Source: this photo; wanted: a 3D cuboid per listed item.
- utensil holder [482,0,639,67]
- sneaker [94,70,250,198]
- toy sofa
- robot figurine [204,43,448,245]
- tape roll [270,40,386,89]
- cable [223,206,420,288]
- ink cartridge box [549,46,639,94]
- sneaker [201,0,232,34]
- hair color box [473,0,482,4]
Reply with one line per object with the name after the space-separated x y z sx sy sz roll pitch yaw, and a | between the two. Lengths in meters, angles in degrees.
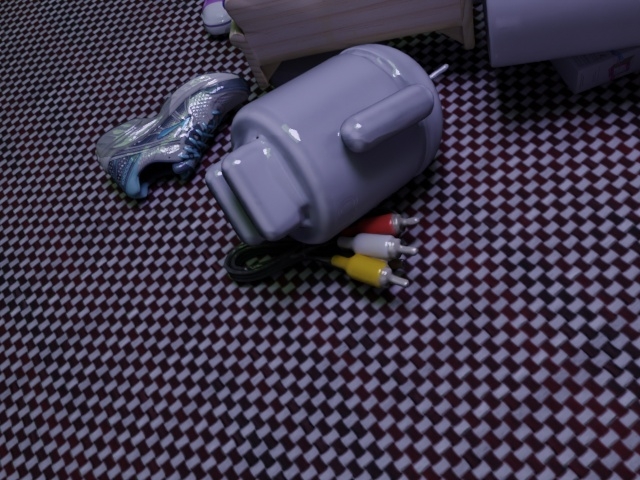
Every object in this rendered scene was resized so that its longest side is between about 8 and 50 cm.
0.390 -0.397 0.718 0.385 0.328 0.328 -7 58 17 | utensil holder
-0.227 -0.169 0.988 0.283 0.110 0.122 -34 74 -1 | sneaker
0.045 -0.368 0.870 0.362 0.177 0.150 -7 59 15 | toy sofa
0.023 -0.132 0.786 0.353 0.200 0.300 -36 15 -24 | robot figurine
0.002 -0.344 1.019 0.219 0.072 0.219 -8 59 14 | tape roll
0.000 0.000 0.815 0.287 0.072 0.140 4 56 20 | cable
0.413 -0.281 0.860 0.122 0.052 0.089 -20 56 4 | ink cartridge box
-0.196 -0.547 1.150 0.102 0.161 0.282 -2 61 17 | sneaker
0.336 -0.515 0.944 0.374 0.185 0.114 -10 57 12 | hair color box
